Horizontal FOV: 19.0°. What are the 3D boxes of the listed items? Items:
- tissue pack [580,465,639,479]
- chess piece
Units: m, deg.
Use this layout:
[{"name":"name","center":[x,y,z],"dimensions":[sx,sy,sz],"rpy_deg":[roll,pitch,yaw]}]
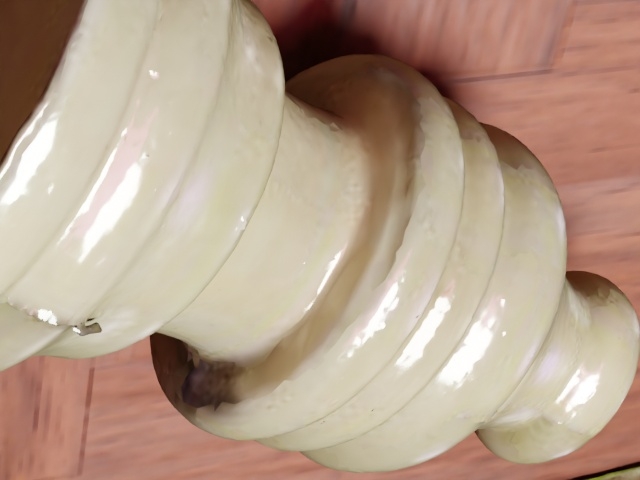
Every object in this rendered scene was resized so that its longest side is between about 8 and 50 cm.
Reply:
[{"name":"tissue pack","center":[0.169,0.253,0.800],"dimensions":[0.167,0.200,0.274],"rpy_deg":[-10,131,-21]},{"name":"chess piece","center":[0.000,0.000,0.558],"dimensions":[0.307,0.124,0.139],"rpy_deg":[23,76,-45]}]
